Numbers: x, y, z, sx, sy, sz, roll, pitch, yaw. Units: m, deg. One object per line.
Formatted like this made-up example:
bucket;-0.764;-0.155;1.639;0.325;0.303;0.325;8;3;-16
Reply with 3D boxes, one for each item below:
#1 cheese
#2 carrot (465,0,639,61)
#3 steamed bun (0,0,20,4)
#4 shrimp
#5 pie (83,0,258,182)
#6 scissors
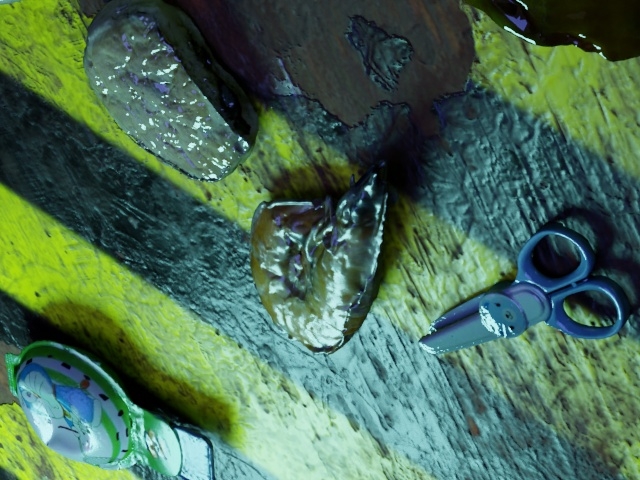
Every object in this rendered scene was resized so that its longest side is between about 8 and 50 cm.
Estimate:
cheese;-0.266;0.222;2.280;0.320;0.083;0.204;22;134;25
carrot;0.203;-0.307;1.348;0.241;0.241;0.341;16;133;29
steamed bun;-0.245;-0.457;1.499;0.290;0.371;0.456;-4;124;23
shrimp;0.000;0.000;1.900;0.164;0.062;0.317;39;141;12
pie;-0.167;-0.153;1.916;0.185;0.052;0.218;-22;109;45
scissors;0.189;0.067;1.821;0.256;0.030;0.125;-26;103;45
